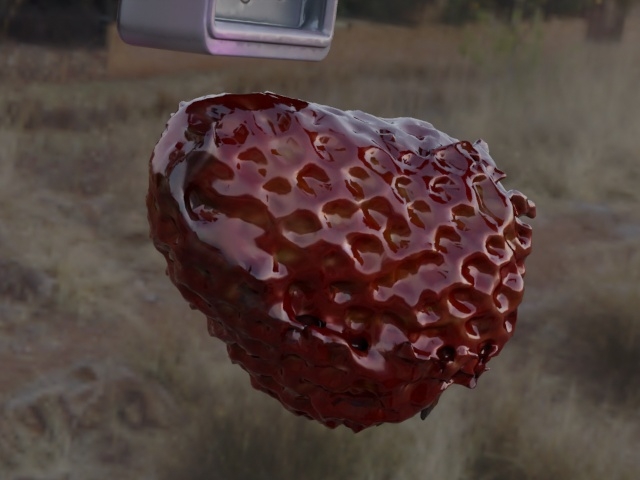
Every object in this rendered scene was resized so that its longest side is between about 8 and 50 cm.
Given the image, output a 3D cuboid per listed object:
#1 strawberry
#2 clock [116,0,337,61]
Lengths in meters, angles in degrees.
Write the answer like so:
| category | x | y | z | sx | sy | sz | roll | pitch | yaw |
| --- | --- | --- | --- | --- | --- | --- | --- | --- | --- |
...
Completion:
| category | x | y | z | sx | sy | sz | roll | pitch | yaw |
| --- | --- | --- | --- | --- | --- | --- | --- | --- | --- |
| strawberry | 0.000 | 0.000 | 0.838 | 0.244 | 0.205 | 0.205 | 34 | -10 | -38 |
| clock | -0.041 | -0.206 | 0.815 | 0.063 | 0.197 | 0.150 | 13 | 10 | 28 |
